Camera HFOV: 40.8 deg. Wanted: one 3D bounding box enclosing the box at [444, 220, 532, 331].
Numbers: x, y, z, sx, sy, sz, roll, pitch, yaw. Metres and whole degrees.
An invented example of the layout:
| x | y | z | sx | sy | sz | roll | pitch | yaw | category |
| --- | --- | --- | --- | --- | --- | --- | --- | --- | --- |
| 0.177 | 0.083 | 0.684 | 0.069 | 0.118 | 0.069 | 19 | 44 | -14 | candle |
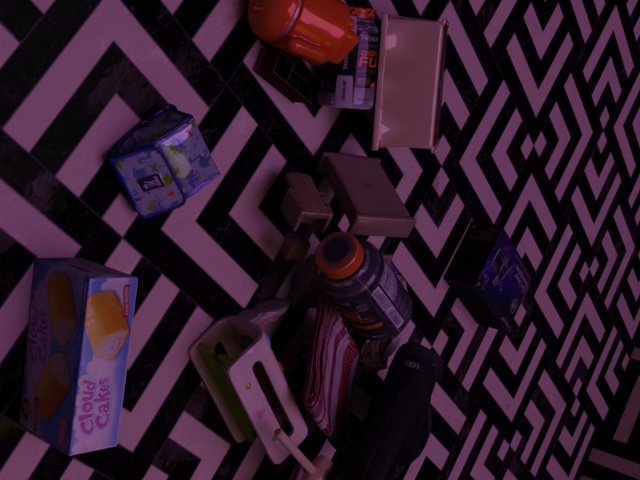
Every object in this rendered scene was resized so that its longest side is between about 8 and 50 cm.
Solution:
| x | y | z | sx | sy | sz | roll | pitch | yaw | category |
| --- | --- | --- | --- | --- | --- | --- | --- | --- | --- |
| 0.451 | 0.099 | 2.291 | 0.184 | 0.103 | 0.261 | -59 | 138 | -16 | box |

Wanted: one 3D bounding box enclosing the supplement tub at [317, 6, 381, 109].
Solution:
| x | y | z | sx | sy | sz | roll | pitch | yaw | category |
| --- | --- | --- | --- | --- | --- | --- | --- | --- | --- |
| 0.056 | -0.354 | 1.676 | 0.117 | 0.117 | 0.191 | -10 | 108 | -48 | supplement tub |

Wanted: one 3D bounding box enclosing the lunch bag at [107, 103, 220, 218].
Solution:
| x | y | z | sx | sy | sz | roll | pitch | yaw | category |
| --- | --- | --- | --- | --- | --- | --- | --- | --- | --- |
| -0.257 | -0.124 | 1.396 | 0.151 | 0.096 | 0.129 | -37 | 131 | -20 | lunch bag |

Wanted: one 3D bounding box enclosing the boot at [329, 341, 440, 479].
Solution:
| x | y | z | sx | sy | sz | roll | pitch | yaw | category |
| --- | --- | --- | --- | --- | --- | --- | --- | --- | --- |
| 0.121 | 0.485 | 1.837 | 0.445 | 0.146 | 0.367 | -58 | 156 | -50 | boot |

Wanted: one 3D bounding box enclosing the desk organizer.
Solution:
| x | y | z | sx | sy | sz | roll | pitch | yaw | category |
| --- | --- | --- | --- | --- | --- | --- | --- | --- | --- |
| -0.061 | -0.303 | 1.602 | 0.130 | 0.050 | 0.047 | 32 | 76 | -49 | desk organizer |

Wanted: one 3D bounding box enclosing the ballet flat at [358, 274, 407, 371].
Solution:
| x | y | z | sx | sy | sz | roll | pitch | yaw | category |
| --- | --- | --- | --- | --- | --- | --- | --- | --- | --- |
| 0.164 | 0.196 | 1.994 | 0.091 | 0.077 | 0.241 | 35 | 73 | -47 | ballet flat |

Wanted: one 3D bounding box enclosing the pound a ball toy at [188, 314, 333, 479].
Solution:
| x | y | z | sx | sy | sz | roll | pitch | yaw | category |
| --- | --- | --- | --- | --- | --- | --- | --- | --- | --- |
| -0.087 | 0.305 | 1.621 | 0.136 | 0.208 | 0.319 | -43 | 129 | -29 | pound a ball toy |

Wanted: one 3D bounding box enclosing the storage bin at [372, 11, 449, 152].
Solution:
| x | y | z | sx | sy | sz | roll | pitch | yaw | category |
| --- | --- | --- | --- | --- | --- | --- | --- | --- | --- |
| 0.190 | -0.324 | 1.770 | 0.260 | 0.123 | 0.262 | -49 | 143 | -75 | storage bin |

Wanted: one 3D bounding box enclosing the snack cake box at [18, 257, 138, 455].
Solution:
| x | y | z | sx | sy | sz | roll | pitch | yaw | category |
| --- | --- | --- | --- | --- | --- | --- | --- | --- | --- |
| -0.368 | 0.168 | 1.296 | 0.089 | 0.152 | 0.265 | 0 | 100 | -49 | snack cake box |

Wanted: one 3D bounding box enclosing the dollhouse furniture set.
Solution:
| x | y | z | sx | sy | sz | roll | pitch | yaw | category |
| --- | --- | --- | --- | --- | --- | --- | --- | --- | --- |
| 0.000 | 0.000 | 1.755 | 0.286 | 0.198 | 0.303 | 4 | 131 | -29 | dollhouse furniture set |

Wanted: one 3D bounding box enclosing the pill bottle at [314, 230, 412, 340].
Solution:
| x | y | z | sx | sy | sz | roll | pitch | yaw | category |
| --- | --- | --- | --- | --- | --- | --- | --- | --- | --- |
| 0.076 | 0.082 | 1.629 | 0.130 | 0.130 | 0.246 | -60 | 142 | -19 | pill bottle |

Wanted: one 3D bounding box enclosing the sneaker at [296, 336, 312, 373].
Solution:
| x | y | z | sx | sy | sz | roll | pitch | yaw | category |
| --- | --- | --- | --- | --- | --- | --- | --- | --- | --- |
| -0.020 | 0.257 | 1.828 | 0.098 | 0.038 | 0.069 | 48 | 65 | -35 | sneaker |

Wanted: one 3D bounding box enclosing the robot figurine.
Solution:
| x | y | z | sx | sy | sz | roll | pitch | yaw | category |
| --- | --- | --- | --- | --- | --- | --- | --- | --- | --- |
| -0.037 | -0.394 | 1.530 | 0.219 | 0.128 | 0.158 | 18 | 83 | -35 | robot figurine |

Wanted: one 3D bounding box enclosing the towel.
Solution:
| x | y | z | sx | sy | sz | roll | pitch | yaw | category |
| --- | --- | --- | --- | --- | --- | --- | --- | --- | --- |
| 0.030 | 0.281 | 1.761 | 0.329 | 0.037 | 0.237 | 66 | 28 | -59 | towel |

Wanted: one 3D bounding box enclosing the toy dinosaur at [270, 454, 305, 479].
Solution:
| x | y | z | sx | sy | sz | roll | pitch | yaw | category |
| --- | --- | --- | --- | --- | --- | --- | --- | --- | --- |
| -0.060 | 0.563 | 1.831 | 0.160 | 0.121 | 0.313 | -51 | 140 | -11 | toy dinosaur |

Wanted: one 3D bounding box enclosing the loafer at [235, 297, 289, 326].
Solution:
| x | y | z | sx | sy | sz | roll | pitch | yaw | category |
| --- | --- | --- | --- | --- | --- | --- | --- | --- | --- |
| -0.116 | 0.148 | 1.681 | 0.125 | 0.045 | 0.039 | -19 | 132 | -39 | loafer |
